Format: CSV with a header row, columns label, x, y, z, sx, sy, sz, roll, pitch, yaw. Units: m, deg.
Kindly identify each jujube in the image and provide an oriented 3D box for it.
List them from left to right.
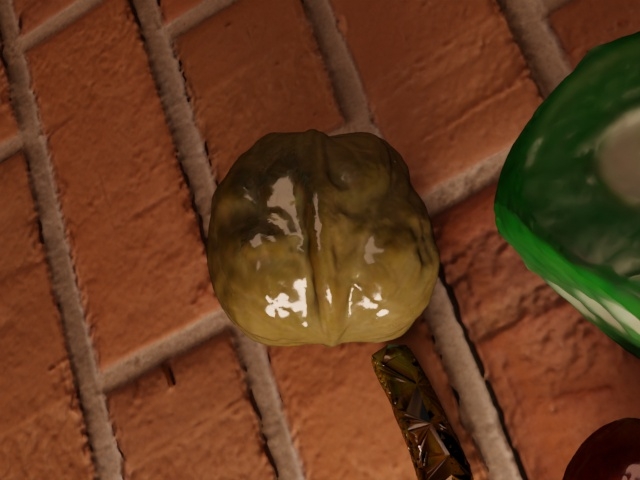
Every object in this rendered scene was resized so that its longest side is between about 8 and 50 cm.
label,x,y,z,sx,sy,sz,roll,pitch,yaw
jujube,0.341,0.319,1.244,0.190,0.190,0.255,5,81,30

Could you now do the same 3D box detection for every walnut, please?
label,x,y,z,sx,sy,sz,roll,pitch,yaw
walnut,0.002,0.000,1.503,0.253,0.282,0.277,143,125,-58

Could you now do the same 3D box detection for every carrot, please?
label,x,y,z,sx,sy,sz,roll,pitch,yaw
carrot,0.125,0.227,1.459,0.069,0.069,0.229,-32,58,14

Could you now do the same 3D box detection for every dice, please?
label,x,y,z,sx,sy,sz,roll,pitch,yaw
dice,0.386,-0.031,1.282,0.297,0.300,0.287,36,87,35
